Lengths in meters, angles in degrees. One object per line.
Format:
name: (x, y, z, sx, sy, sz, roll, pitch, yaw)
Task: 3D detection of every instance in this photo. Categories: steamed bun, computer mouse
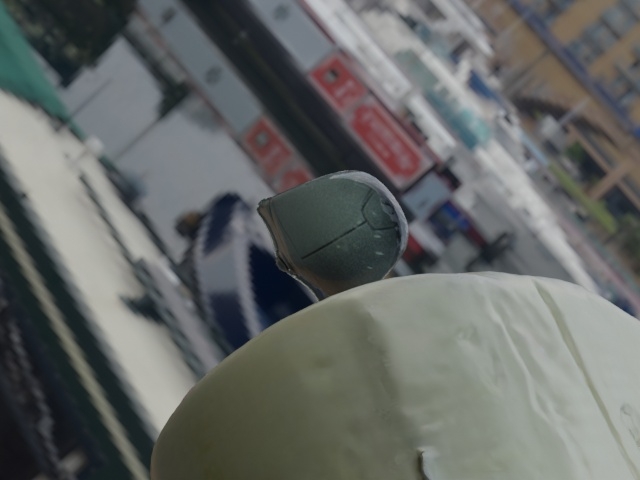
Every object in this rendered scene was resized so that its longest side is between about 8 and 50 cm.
steamed bun: (0.099, 0.238, 1.017, 0.456, 0.290, 0.371, 17, 45, -55)
computer mouse: (-0.004, 0.003, 1.425, 0.113, 0.068, 0.229, 58, -26, -2)
